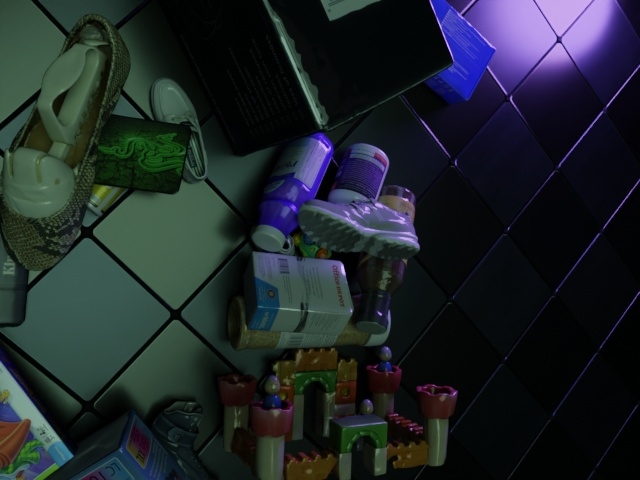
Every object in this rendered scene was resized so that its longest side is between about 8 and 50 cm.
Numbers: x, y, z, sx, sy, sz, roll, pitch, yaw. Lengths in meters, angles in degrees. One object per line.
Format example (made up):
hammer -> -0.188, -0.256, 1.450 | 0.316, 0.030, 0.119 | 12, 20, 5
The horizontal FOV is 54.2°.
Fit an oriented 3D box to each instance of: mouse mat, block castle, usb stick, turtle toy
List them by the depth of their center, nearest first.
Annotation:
usb stick -> -0.588, 0.026, 1.178 | 0.077, 0.045, 0.278 | 5, 90, -23
mouse mat -> -0.357, -0.170, 1.220 | 0.189, 0.007, 0.153 | 8, 72, -3
block castle -> 0.029, 0.350, 1.329 | 0.453, 0.303, 0.213 | 2, 91, -25
turtle toy -> 0.000, 0.000, 1.420 | 0.095, 0.066, 0.130 | 54, 47, -8

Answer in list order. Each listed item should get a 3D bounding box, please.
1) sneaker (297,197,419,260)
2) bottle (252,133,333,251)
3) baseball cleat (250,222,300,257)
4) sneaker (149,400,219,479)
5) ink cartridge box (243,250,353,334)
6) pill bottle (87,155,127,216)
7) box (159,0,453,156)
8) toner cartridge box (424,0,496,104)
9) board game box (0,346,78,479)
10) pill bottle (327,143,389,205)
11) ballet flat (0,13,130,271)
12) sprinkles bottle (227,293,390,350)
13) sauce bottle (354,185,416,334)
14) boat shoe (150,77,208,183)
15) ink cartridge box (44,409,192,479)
sneaker -> 0.075, -0.039, 1.307 | 0.281, 0.105, 0.115 | 16, 55, -28
bottle -> -0.064, -0.107, 1.322 | 0.092, 0.118, 0.283 | 41, 54, -28
baseball cleat -> -0.074, 0.045, 1.373 | 0.206, 0.109, 0.072 | 47, 69, -21
sneaker -> -0.265, 0.439, 1.318 | 0.226, 0.086, 0.163 | 36, 81, -20
ink cartridge box -> -0.049, 0.111, 1.297 | 0.203, 0.148, 0.086 | 8, 134, -19
pill bottle -> -0.423, -0.110, 1.235 | 0.065, 0.065, 0.116 | 43, 76, -20
box -> -0.077, -0.441, 1.152 | 0.297, 0.472, 0.480 | -31, 104, -21
toner cartridge box -> 0.254, -0.501, 1.514 | 0.348, 0.075, 0.165 | 35, 78, -22
board game box -> -0.633, 0.312, 1.096 | 0.233, 0.078, 0.347 | -37, 95, -16
pill bottle -> 0.079, -0.113, 1.412 | 0.108, 0.108, 0.193 | 31, 64, -22
ballet flat -> -0.472, -0.190, 1.115 | 0.164, 0.182, 0.483 | 16, 78, -5
sprinkles bottle -> -0.023, 0.180, 1.395 | 0.355, 0.121, 0.121 | 2, 92, -24
sauce bottle -> 0.141, 0.040, 1.407 | 0.111, 0.111, 0.344 | 27, 58, -23
boat shoe -> -0.278, -0.230, 1.288 | 0.083, 0.076, 0.226 | -27, 103, -21
ink cartridge box -> -0.361, 0.566, 1.206 | 0.270, 0.151, 0.395 | -32, 108, 3
